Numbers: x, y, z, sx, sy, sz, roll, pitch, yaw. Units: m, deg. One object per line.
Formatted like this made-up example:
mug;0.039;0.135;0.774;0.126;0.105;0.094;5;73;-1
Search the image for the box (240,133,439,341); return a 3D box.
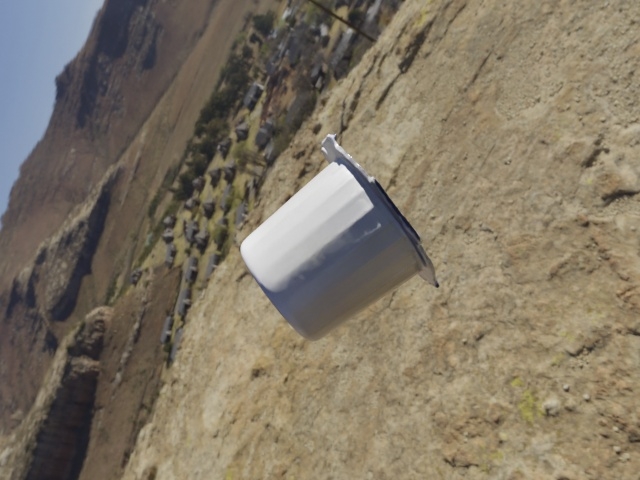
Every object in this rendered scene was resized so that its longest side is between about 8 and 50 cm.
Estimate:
box;0.000;0.000;0.760;0.206;0.262;0.291;-38;55;-2
